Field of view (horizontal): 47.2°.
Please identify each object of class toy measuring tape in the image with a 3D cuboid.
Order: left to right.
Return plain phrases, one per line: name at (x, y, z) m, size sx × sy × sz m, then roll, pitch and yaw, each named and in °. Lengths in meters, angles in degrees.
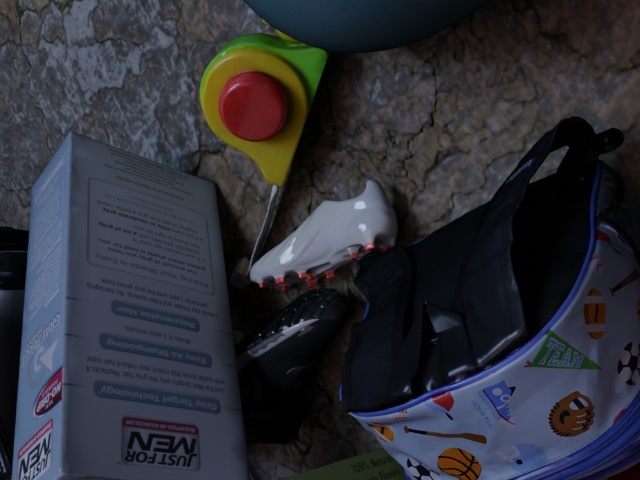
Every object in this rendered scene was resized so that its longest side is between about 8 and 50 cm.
toy measuring tape at (-0.083, -0.100, 0.776) m, size 0.121 × 0.121 × 0.330 m, roll 36°, pitch 123°, yaw 23°

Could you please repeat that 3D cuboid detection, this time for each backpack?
backpack at (0.141, 0.078, 0.570) m, size 0.276 × 0.263 × 0.213 m, roll -37°, pitch 95°, yaw 34°

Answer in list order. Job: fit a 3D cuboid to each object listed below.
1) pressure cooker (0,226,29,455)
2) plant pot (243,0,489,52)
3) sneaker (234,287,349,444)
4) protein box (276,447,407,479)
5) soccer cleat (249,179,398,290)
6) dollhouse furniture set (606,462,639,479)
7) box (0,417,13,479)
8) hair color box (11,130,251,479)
pressure cooker at (-0.452, 0.196, 0.903) m, size 0.375 × 0.370 × 0.420 m, roll 12°, pitch 99°, yaw 63°
plant pot at (0.025, -0.270, 0.595) m, size 0.290 × 0.290 × 0.195 m, roll 61°, pitch 161°, yaw 8°
sneaker at (-0.044, 0.159, 0.831) m, size 0.124 × 0.107 × 0.283 m, roll 50°, pitch 128°, yaw -2°
protein box at (0.023, 0.343, 0.721) m, size 0.136 × 0.200 × 0.201 m, roll -54°, pitch 55°, yaw 30°
soccer cleat at (0.000, 0.000, 0.777) m, size 0.196 × 0.068 × 0.076 m, roll -23°, pitch 67°, yaw 37°
dollhouse furniture set at (0.234, 0.238, 0.544) m, size 0.262 × 0.259 × 0.135 m, roll -30°, pitch 92°, yaw 34°
box at (-0.412, 0.172, 0.698) m, size 0.045 × 0.184 × 0.190 m, roll 177°, pitch 77°, yaw -70°
hair color box at (-0.195, 0.084, 0.749) m, size 0.113 × 0.185 × 0.374 m, roll -41°, pitch 46°, yaw 34°
